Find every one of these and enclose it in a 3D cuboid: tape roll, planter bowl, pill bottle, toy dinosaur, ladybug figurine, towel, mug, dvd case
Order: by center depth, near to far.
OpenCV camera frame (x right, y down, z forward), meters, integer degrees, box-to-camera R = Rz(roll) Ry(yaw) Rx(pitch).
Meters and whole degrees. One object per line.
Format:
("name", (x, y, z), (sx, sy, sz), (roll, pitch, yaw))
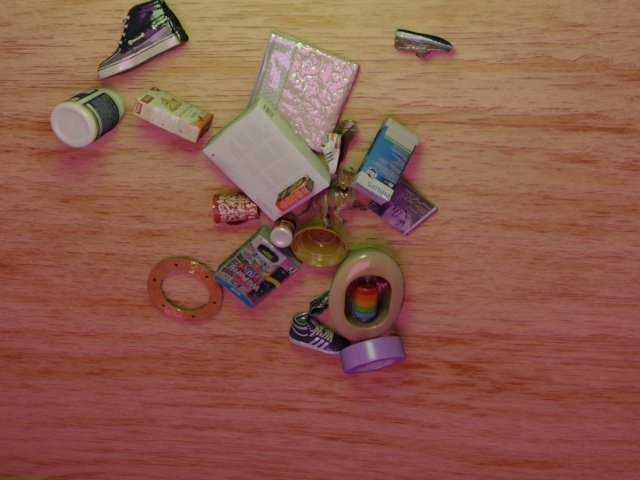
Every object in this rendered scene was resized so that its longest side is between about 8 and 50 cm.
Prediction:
("towel", (-0.071, -0.502, 1.757), (0.316, 0.053, 0.332), (21, 121, -6))
("pill bottle", (-0.782, -0.430, 1.759), (0.153, 0.265, 0.153), (4, 121, 6))
("toy dinosaur", (0.049, -0.168, 1.904), (0.295, 0.127, 0.201), (-9, 114, 24))
("dvd case", (0.308, -0.122, 1.923), (0.221, 0.018, 0.164), (33, 119, -30))
("pill bottle", (-0.139, -0.045, 1.973), (0.085, 0.152, 0.086), (3, 120, 5))
("mug", (-0.319, -0.123, 1.995), (0.169, 0.150, 0.113), (-3, 84, 4))
("planter bowl", (0.000, 0.000, 2.009), (0.216, 0.090, 0.217), (5, 135, 5))
("ladybug figurine", (0.178, 0.212, 2.070), (0.304, 0.162, 0.450), (2, 120, -7))
("tape roll", (0.223, 0.492, 2.195), (0.274, 0.090, 0.275), (-11, 156, -5))

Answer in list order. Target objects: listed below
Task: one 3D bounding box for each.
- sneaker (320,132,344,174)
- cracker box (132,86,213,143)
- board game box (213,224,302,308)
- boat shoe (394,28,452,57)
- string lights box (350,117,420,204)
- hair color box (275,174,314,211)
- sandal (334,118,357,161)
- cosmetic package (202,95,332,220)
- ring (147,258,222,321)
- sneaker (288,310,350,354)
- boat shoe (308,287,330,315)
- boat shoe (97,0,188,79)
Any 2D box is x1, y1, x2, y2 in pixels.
("sneaker", (0.036, -0.310, 1.819), (0.075, 0.057, 0.161), (17, 133, 9))
("cracker box", (-0.507, -0.437, 1.785), (0.232, 0.156, 0.067), (24, 120, -8))
("board game box", (-0.256, 0.113, 2.115), (0.224, 0.098, 0.303), (42, 117, -17))
("boat shoe", (0.324, -0.620, 1.639), (0.183, 0.066, 0.066), (18, 126, 8))
("string lights box", (0.221, -0.269, 1.756), (0.133, 0.076, 0.260), (31, 77, -11))
("hair color box", (-0.091, -0.165, 1.809), (0.141, 0.072, 0.043), (-30, 119, 29))
("sandal", (0.079, -0.359, 1.829), (0.072, 0.049, 0.180), (21, 135, 1))
("cosmetic package", (-0.186, -0.279, 1.841), (0.284, 0.098, 0.377), (-30, 118, 28))
("ring", (-0.590, 0.217, 2.253), (0.336, 0.032, 0.337), (3, 121, 6))
("sneaker", (0.002, 0.402, 2.252), (0.281, 0.099, 0.153), (11, 123, 4))
("boat shoe", (0.029, 0.258, 2.171), (0.183, 0.083, 0.065), (-33, 112, 22))
("boat shoe", (-0.614, -0.665, 1.696), (0.340, 0.127, 0.158), (-22, 109, 9))
